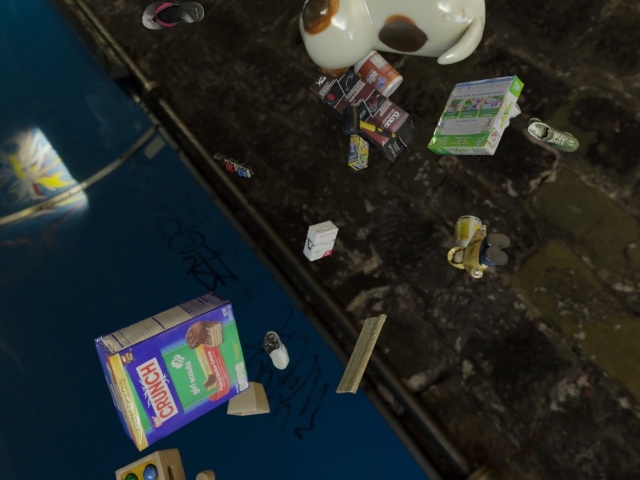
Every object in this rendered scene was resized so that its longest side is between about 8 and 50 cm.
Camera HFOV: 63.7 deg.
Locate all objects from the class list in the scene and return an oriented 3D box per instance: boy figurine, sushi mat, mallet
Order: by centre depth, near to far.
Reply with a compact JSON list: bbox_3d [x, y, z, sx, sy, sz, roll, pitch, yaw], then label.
[{"bbox_3d":[0.119,-0.255,1.207,0.039,0.062,0.190,-6,165,43],"label":"mallet"},{"bbox_3d":[0.518,0.037,1.707,0.092,0.177,0.285,13,171,-11],"label":"boy figurine"},{"bbox_3d":[0.149,0.414,1.896,0.019,0.316,0.151,31,154,-10],"label":"sushi mat"}]

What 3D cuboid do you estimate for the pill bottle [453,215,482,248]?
[{"bbox_3d":[0.555,0.003,1.942,0.103,0.103,0.184,39,-132,-28],"label":"pill bottle"}]

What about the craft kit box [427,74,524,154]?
[{"bbox_3d":[0.487,-0.393,1.642,0.061,0.246,0.250,31,173,-32],"label":"craft kit box"}]

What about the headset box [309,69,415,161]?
[{"bbox_3d":[0.134,-0.345,1.427,0.293,0.110,0.218,41,-172,13],"label":"headset box"}]

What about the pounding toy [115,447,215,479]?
[{"bbox_3d":[-0.353,0.583,1.193,0.181,0.206,0.094,67,-167,24],"label":"pounding toy"}]

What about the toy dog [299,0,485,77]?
[{"bbox_3d":[0.153,-0.527,1.215,0.284,0.408,0.395,55,-153,-71],"label":"toy dog"}]

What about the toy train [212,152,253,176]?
[{"bbox_3d":[-0.256,-0.218,1.490,0.158,0.036,0.027,26,143,31],"label":"toy train"}]

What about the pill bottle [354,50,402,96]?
[{"bbox_3d":[0.213,-0.676,2.055,0.216,0.121,0.121,46,-172,5],"label":"pill bottle"}]

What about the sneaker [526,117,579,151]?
[{"bbox_3d":[0.797,-0.358,1.781,0.192,0.064,0.086,34,-148,14],"label":"sneaker"}]

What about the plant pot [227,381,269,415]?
[{"bbox_3d":[-0.243,0.532,1.738,0.109,0.109,0.096,46,-145,-60],"label":"plant pot"}]

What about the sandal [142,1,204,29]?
[{"bbox_3d":[-0.398,-0.603,1.372,0.040,0.179,0.067,-70,-26,-59],"label":"sandal"}]

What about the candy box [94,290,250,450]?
[{"bbox_3d":[-0.360,0.314,1.294,0.122,0.317,0.268,18,123,50],"label":"candy box"}]

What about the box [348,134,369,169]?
[{"bbox_3d":[0.153,-0.367,2.029,0.059,0.054,0.168,28,-119,-43],"label":"box"}]

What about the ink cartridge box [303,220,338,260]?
[{"bbox_3d":[0.000,0.000,2.140,0.109,0.150,0.063,-17,-131,-32],"label":"ink cartridge box"}]

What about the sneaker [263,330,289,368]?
[{"bbox_3d":[-0.201,0.490,2.353,0.086,0.085,0.237,-80,-19,-49],"label":"sneaker"}]

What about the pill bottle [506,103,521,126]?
[{"bbox_3d":[0.622,-0.448,1.920,0.124,0.221,0.124,32,-140,-31],"label":"pill bottle"}]
